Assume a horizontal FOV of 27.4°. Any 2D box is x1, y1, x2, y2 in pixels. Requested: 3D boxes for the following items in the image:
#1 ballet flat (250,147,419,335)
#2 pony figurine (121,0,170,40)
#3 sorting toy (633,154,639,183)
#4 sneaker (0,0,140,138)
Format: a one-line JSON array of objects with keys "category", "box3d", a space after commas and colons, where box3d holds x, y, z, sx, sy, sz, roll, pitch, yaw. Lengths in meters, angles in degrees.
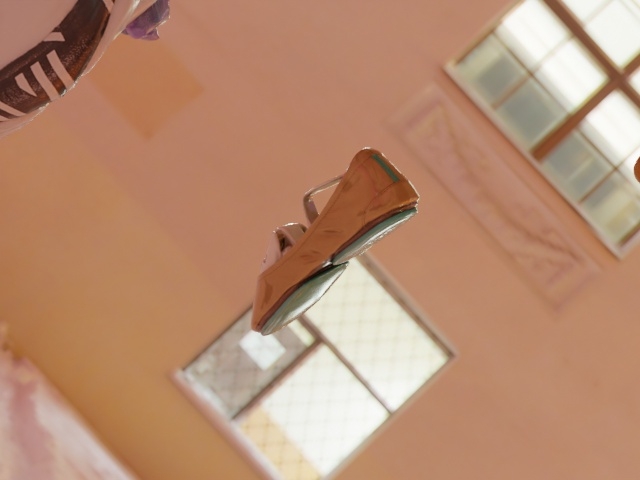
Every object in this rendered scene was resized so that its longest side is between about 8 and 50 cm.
[{"category": "ballet flat", "box3d": [0.000, 0.000, 1.123, 0.232, 0.080, 0.073, -42, -105, 41]}, {"category": "pony figurine", "box3d": [-0.096, -0.360, 1.279, 0.351, 0.363, 0.303, 56, 14, -6]}, {"category": "sorting toy", "box3d": [0.219, -0.021, 0.711, 0.126, 0.127, 0.365, 36, 8, 15]}, {"category": "sneaker", "box3d": [-0.232, -0.098, 0.508, 0.137, 0.365, 0.210, 61, 14, 25]}]
